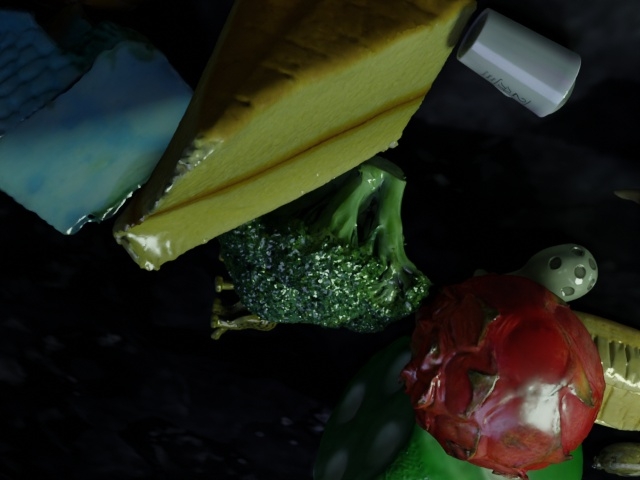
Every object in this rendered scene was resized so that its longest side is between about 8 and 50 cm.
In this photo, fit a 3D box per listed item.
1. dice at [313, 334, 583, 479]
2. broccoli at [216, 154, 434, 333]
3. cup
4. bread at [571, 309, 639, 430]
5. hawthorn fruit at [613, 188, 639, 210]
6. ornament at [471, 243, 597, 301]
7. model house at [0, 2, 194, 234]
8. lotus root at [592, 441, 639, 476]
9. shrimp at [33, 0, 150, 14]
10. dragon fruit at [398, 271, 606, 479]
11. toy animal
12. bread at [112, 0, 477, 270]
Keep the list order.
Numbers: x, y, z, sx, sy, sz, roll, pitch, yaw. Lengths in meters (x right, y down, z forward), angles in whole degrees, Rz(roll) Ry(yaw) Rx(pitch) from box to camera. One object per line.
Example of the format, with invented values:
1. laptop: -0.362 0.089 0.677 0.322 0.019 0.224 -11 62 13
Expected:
1. dice: 0.178 0.323 1.529 0.287 0.300 0.297 33 137 -18
2. broccoli: 0.000 0.000 1.279 0.261 0.269 0.242 29 103 -17
3. cup: 0.201 -0.183 1.119 0.116 0.074 0.104 28 167 -10
4. bread: 0.363 0.170 1.441 0.236 0.106 0.140 17 139 -4
5. hawthorn fruit: 0.427 -0.045 1.124 0.251 0.199 0.199 2 141 36
6. ornament: 0.276 0.049 1.357 0.156 0.081 0.075 -22 91 37
7. model house: -0.305 -0.178 1.205 0.241 0.226 0.261 45 175 22
8. lotus root: 0.467 0.336 1.646 0.099 0.049 0.054 -9 143 25
9. shrimp: -0.321 -0.310 1.130 0.316 0.062 0.164 12 143 -1
10. dragon fruit: 0.214 0.158 1.268 0.252 0.241 0.241 48 137 4
11. toy animal: -0.085 0.089 1.516 0.136 0.073 0.181 9 137 -5
12. bread: -0.026 -0.100 1.049 0.244 0.362 0.233 23 139 -6
